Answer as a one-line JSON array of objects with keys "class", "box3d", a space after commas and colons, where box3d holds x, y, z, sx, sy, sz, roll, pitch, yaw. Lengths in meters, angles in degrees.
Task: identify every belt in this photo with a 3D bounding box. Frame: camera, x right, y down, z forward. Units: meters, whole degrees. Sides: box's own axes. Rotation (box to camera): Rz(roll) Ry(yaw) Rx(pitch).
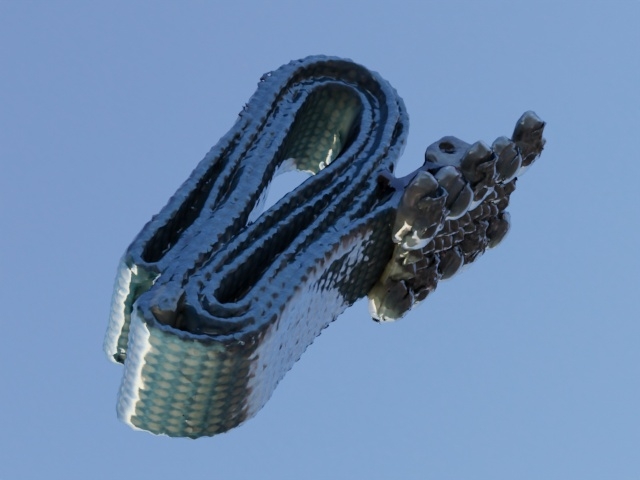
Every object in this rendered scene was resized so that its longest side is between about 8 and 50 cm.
[{"class": "belt", "box3d": [-0.001, 0.004, 0.492, 0.179, 0.100, 0.065, -54, -13, -51]}]
